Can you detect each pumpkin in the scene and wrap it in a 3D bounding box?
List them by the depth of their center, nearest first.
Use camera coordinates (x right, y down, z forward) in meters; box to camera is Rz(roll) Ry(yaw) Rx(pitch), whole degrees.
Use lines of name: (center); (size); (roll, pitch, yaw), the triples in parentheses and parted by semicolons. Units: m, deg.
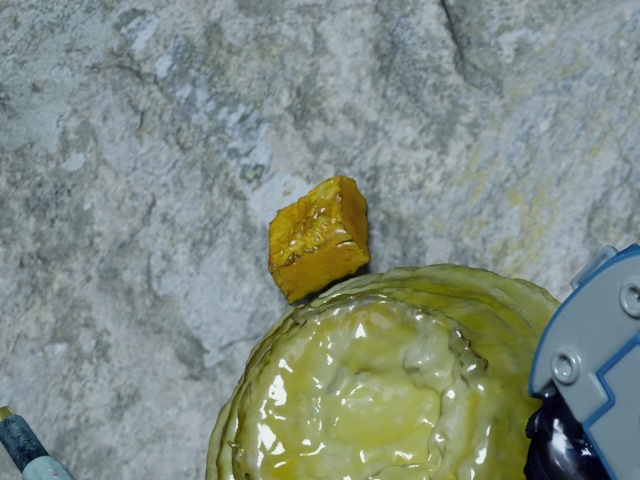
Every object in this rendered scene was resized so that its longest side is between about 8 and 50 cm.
pumpkin: (0.000, 0.000, 0.971); (0.074, 0.054, 0.083); (-29, 35, 21)

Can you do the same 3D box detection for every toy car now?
toy car: (0.244, 0.133, 0.697); (0.198, 0.166, 0.314); (-56, 52, 42)

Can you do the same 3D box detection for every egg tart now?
egg tart: (0.047, 0.133, 0.845); (0.290, 0.115, 0.290); (-10, 64, 21)

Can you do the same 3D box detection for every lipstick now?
lipstick: (-0.227, 0.164, 1.019); (0.037, 0.037, 0.116); (-46, 51, 0)
